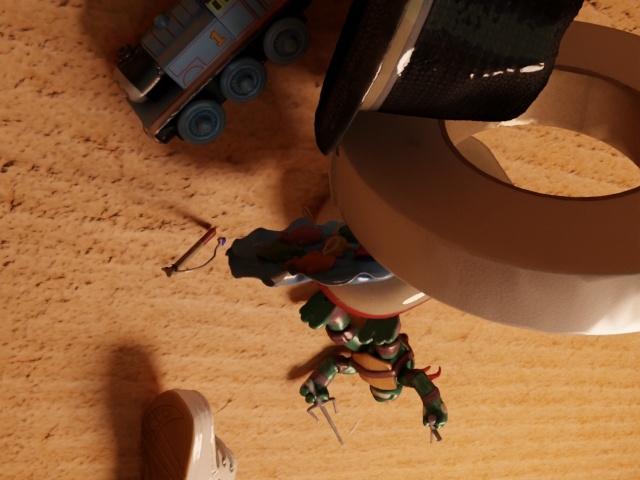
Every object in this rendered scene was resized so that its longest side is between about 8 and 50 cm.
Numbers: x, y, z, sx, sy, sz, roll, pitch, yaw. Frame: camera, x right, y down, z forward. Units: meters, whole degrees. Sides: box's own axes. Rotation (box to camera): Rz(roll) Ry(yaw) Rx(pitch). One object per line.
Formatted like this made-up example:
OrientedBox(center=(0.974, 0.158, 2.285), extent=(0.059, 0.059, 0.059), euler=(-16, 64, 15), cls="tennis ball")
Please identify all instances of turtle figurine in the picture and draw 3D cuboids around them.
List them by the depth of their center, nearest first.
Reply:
OrientedBox(center=(0.061, 0.152, 1.249), extent=(0.175, 0.118, 0.234), euler=(-2, 139, 17), cls="turtle figurine")

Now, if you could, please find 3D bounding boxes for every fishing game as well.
OrientedBox(center=(0.000, 0.000, 0.958), extent=(0.264, 0.189, 0.041), euler=(-1, 107, 13), cls="fishing game")

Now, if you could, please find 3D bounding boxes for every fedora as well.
OrientedBox(center=(0.111, -0.186, 0.815), extent=(0.153, 0.334, 0.334), euler=(21, 117, -5), cls="fedora")

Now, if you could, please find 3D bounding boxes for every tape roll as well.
OrientedBox(center=(0.202, -0.075, 0.943), extent=(0.392, 0.392, 0.072), euler=(-21, 136, -23), cls="tape roll")

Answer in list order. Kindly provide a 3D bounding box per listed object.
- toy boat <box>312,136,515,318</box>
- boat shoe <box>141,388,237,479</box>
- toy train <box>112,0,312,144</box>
OrientedBox(center=(0.095, -0.005, 1.136), extent=(0.231, 0.151, 0.151), euler=(-27, 167, -16), cls="toy boat")
OrientedBox(center=(-0.141, 0.251, 1.193), extent=(0.096, 0.098, 0.277), euler=(-16, 143, -28), cls="boat shoe")
OrientedBox(center=(-0.091, -0.162, 0.879), extent=(0.184, 0.080, 0.105), euler=(-43, 131, 5), cls="toy train")
